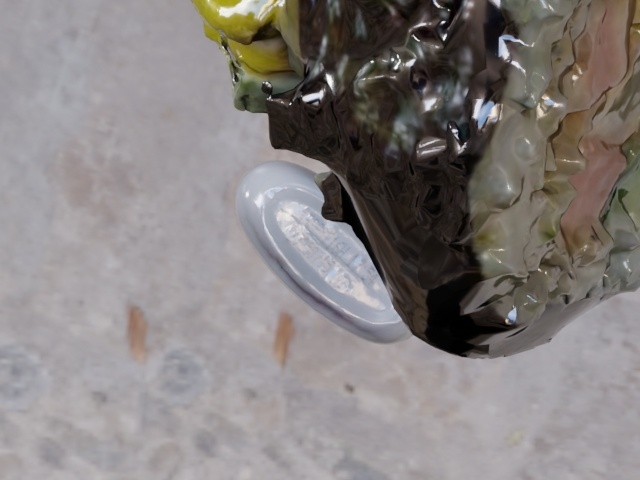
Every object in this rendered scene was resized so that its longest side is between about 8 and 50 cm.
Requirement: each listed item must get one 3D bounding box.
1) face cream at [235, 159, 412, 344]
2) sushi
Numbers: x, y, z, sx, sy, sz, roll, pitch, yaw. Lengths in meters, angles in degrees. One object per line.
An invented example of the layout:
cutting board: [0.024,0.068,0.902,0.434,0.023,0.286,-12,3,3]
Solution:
face cream: [0.000,0.000,1.110,0.144,0.291,0.071,43,91,-6]
sushi: [0.078,-0.136,0.895,0.285,0.328,0.328,28,114,30]
